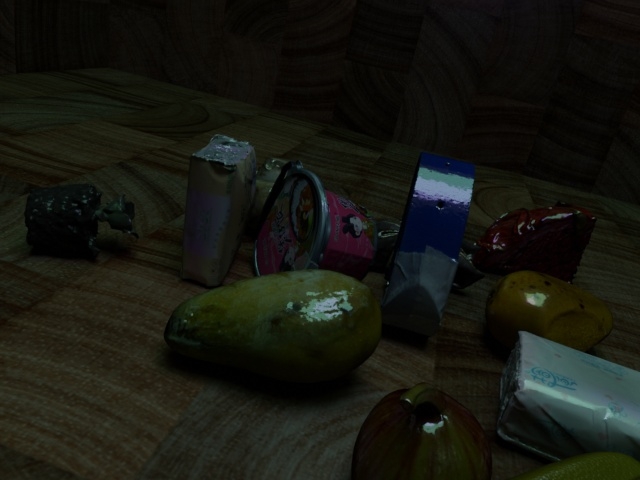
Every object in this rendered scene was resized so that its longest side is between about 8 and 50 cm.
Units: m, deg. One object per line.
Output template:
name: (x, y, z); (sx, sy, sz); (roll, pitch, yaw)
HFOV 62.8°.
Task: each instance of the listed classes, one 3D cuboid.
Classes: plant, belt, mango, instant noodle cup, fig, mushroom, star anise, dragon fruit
plant: (-0.468, -0.042, 1.040); (0.202, 0.131, 0.142); (-2, 24, -8)
belt: (0.206, 0.006, 1.018); (0.117, 0.348, 0.212); (15, -2, 5)
mango: (0.457, 0.147, 1.058); (0.290, 0.160, 0.191); (7, 15, -23)
instant noodle cup: (0.000, 0.000, 1.080); (0.181, 0.303, 0.258); (14, -13, -33)
fig: (0.123, 0.234, 0.619); (0.174, 0.208, 0.175); (5, 19, -2)
mango: (-0.068, 0.135, 0.825); (0.329, 0.176, 0.176); (-5, -11, 9)
mushroom: (-0.101, -0.107, 1.321); (0.254, 0.184, 0.255); (17, 10, -3)
star anise: (0.236, 0.031, 1.260); (0.331, 0.118, 0.332); (6, 32, -4)
dragon fruit: (0.556, 0.024, 1.396); (0.329, 0.302, 0.241); (-12, 62, -15)

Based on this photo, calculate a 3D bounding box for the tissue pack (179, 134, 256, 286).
tissue pack: (-0.203, -0.066, 1.069); (0.122, 0.257, 0.215); (10, 22, 0)

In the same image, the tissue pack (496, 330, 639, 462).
tissue pack: (0.423, 0.265, 0.811); (0.270, 0.125, 0.201); (18, 20, 15)

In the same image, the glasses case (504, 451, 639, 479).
glasses case: (0.201, 0.316, 0.511); (0.370, 0.174, 0.141); (0, 27, -33)
